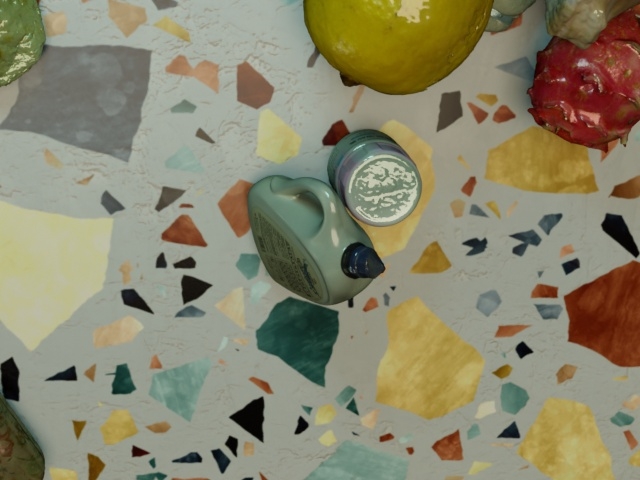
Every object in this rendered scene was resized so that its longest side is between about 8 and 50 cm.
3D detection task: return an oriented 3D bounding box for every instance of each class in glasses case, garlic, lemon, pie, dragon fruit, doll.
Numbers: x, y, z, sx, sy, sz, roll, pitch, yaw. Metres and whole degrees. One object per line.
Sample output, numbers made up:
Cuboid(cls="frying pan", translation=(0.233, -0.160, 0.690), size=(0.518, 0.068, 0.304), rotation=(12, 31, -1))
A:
Cuboid(cls="glasses case", translation=(-0.619, 0.271, 1.747), size=(0.156, 0.098, 0.425), rotation=(-31, 109, -1))
Cuboid(cls="garlic", translation=(0.472, -0.458, 1.563), size=(0.339, 0.246, 0.231), rotation=(-17, 154, -20))
Cuboid(cls="lemon", translation=(0.120, -0.366, 1.560), size=(0.297, 0.297, 0.297), rotation=(-2, 108, -7))
Cuboid(cls="pie", translation=(-0.530, -0.343, 1.572), size=(0.201, 0.090, 0.248), rotation=(-22, 105, 2))
Cuboid(cls="dragon fruit", translation=(0.448, -0.272, 1.680), size=(0.268, 0.205, 0.210), rotation=(-53, 145, -13))
Cuboid(cls="doll", translation=(0.307, -0.414, 1.677), size=(0.103, 0.071, 0.214), rotation=(38, 89, -16))

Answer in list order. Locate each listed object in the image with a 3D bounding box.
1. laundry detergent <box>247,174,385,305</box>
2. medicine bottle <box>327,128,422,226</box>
Cuboid(cls="laundry detergent", translation=(0.000, 0.000, 1.650), size=(0.105, 0.280, 0.215), rotation=(-26, 109, -25))
Cuboid(cls="medicine bottle", translation=(0.086, -0.100, 1.694), size=(0.135, 0.168, 0.135), rotation=(-2, 109, -7))
